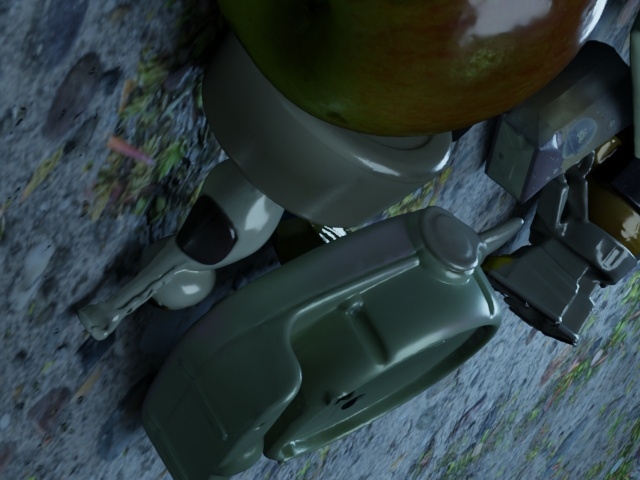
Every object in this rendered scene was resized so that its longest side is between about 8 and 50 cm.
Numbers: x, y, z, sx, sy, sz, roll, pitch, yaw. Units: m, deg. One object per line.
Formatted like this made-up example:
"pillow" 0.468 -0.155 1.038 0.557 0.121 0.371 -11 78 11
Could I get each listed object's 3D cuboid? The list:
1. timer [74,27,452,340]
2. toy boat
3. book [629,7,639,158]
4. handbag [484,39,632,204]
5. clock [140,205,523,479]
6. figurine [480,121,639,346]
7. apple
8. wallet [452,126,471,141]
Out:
"timer" -0.054 -0.033 1.326 0.266 0.175 0.175 -46 167 32
"toy boat" 0.000 0.000 1.564 0.065 0.066 0.172 -16 168 13
"book" 0.377 -0.295 1.839 0.264 0.031 0.379 68 43 -65
"handbag" 0.243 -0.126 1.869 0.173 0.095 0.117 -37 161 -23
"clock" 0.024 0.081 1.505 0.324 0.109 0.265 -25 164 -25
"figurine" 0.308 -0.027 2.077 0.308 0.143 0.308 -45 163 -18
"apple" 0.052 -0.187 1.143 0.226 0.246 0.246 -24 145 -30
"wallet" 0.159 -0.206 1.624 0.149 0.044 0.250 -45 157 -35
